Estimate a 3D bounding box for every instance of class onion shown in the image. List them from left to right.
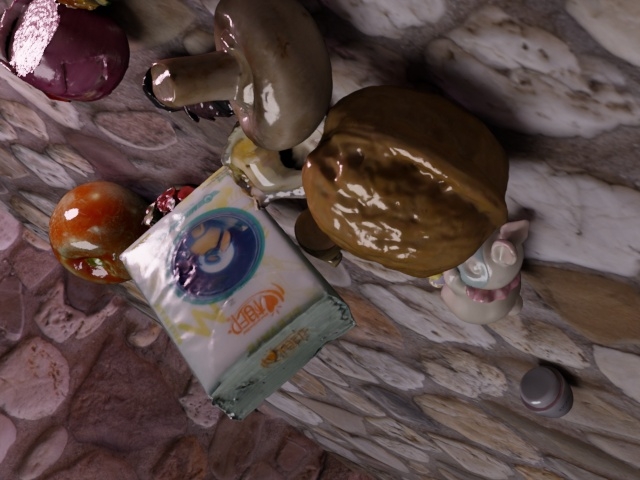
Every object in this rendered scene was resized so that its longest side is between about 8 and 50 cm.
[{"bbox_3d":[-0.392,-0.303,1.574,0.207,0.201,0.200,0,146,37],"label":"onion"}]

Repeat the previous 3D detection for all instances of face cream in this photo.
[{"bbox_3d":[0.426,0.287,1.884,0.091,0.091,0.095,13,161,47],"label":"face cream"}]

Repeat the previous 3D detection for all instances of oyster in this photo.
[{"bbox_3d":[-0.049,-0.138,1.546,0.271,0.100,0.275,21,147,26],"label":"oyster"}]

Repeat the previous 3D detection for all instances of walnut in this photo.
[{"bbox_3d":[0.110,-0.072,1.243,0.257,0.224,0.257,25,168,6],"label":"walnut"}]

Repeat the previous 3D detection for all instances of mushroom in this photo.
[{"bbox_3d":[-0.096,-0.204,1.229,0.207,0.215,0.207,165,90,-71],"label":"mushroom"}]

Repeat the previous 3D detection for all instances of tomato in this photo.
[{"bbox_3d":[-0.515,-0.027,2.425,0.270,0.223,0.270,8,152,4],"label":"tomato"}]

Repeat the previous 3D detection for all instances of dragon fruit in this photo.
[{"bbox_3d":[-0.272,-0.027,2.106,0.182,0.182,0.189,12,134,48],"label":"dragon fruit"}]

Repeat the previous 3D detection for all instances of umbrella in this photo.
[{"bbox_3d":[-0.189,-0.227,1.518,0.326,0.094,0.090,22,118,59],"label":"umbrella"}]

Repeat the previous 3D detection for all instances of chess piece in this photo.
[{"bbox_3d":[0.000,0.000,1.877,0.090,0.090,0.200,30,169,8],"label":"chess piece"}]

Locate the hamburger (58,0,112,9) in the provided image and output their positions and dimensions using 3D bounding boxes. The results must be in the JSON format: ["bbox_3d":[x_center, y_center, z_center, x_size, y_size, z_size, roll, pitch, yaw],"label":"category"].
[{"bbox_3d":[-0.334,-0.394,1.266,0.237,0.147,0.237,32,162,12],"label":"hamburger"}]

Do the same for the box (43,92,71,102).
[{"bbox_3d":[-0.543,-0.309,2.046,0.082,0.023,0.051,15,154,43],"label":"box"}]

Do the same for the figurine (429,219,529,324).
[{"bbox_3d":[0.232,0.025,1.479,0.155,0.127,0.235,36,160,22],"label":"figurine"}]

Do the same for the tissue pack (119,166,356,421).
[{"bbox_3d":[-0.159,0.086,1.813,0.388,0.287,0.162,49,180,38],"label":"tissue pack"}]
